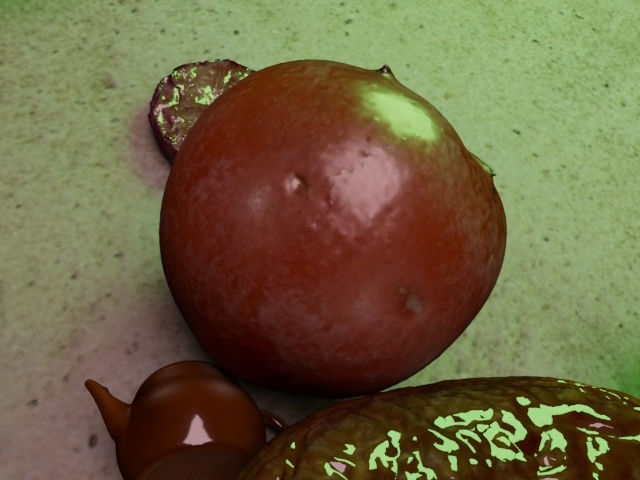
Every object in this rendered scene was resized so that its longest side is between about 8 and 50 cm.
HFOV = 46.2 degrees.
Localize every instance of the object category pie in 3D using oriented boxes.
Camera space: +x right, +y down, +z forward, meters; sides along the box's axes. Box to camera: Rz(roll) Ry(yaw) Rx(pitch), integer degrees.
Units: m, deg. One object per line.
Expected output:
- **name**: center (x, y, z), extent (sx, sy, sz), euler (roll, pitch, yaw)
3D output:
- **pie**: center (-0.097, -0.121, 0.756), extent (0.154, 0.036, 0.154), euler (8, 59, -14)

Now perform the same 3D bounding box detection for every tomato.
- **tomato**: center (0.000, 0.000, 0.584), extent (0.265, 0.265, 0.265), euler (8, 59, -14)

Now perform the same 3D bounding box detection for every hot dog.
- **hot dog**: center (0.098, 0.233, 0.495), extent (0.387, 0.174, 0.267), euler (-5, 89, -19)

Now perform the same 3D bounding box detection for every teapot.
- **teapot**: center (-0.095, 0.141, 0.572), extent (0.173, 0.116, 0.116), euler (17, 56, -27)
